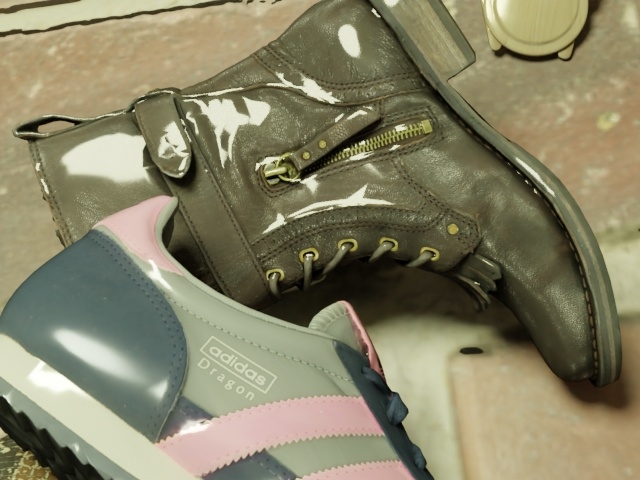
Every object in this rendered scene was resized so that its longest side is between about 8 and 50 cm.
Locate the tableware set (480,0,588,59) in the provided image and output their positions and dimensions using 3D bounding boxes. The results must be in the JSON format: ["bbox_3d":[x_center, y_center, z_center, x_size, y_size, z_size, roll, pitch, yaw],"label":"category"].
[{"bbox_3d":[0.087,-0.180,0.649,0.169,0.020,0.141,1,83,4],"label":"tableware set"}]

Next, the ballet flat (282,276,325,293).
[{"bbox_3d":[0.000,0.000,0.577,0.114,0.041,0.041,-32,60,-10],"label":"ballet flat"}]

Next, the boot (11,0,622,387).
[{"bbox_3d":[-0.002,0.005,0.521,0.229,0.091,0.263,-32,85,0],"label":"boot"}]

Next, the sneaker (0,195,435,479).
[{"bbox_3d":[0.014,0.097,0.432,0.319,0.112,0.131,35,64,0],"label":"sneaker"}]

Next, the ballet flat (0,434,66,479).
[{"bbox_3d":[-0.221,0.239,0.383,0.164,0.182,0.483,31,69,25],"label":"ballet flat"}]
